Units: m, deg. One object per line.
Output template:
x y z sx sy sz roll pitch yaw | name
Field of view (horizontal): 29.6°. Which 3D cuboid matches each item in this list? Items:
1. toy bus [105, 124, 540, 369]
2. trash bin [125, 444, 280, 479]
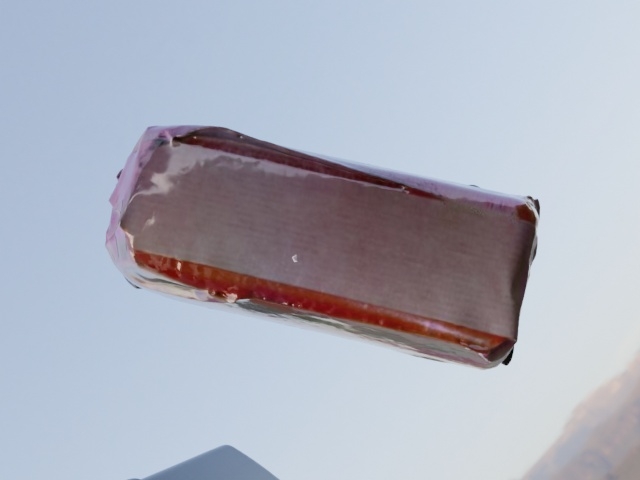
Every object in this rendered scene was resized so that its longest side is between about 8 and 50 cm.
0.000 0.000 0.842 0.147 0.303 0.127 73 -150 -85 | toy bus
-0.138 0.281 1.046 0.176 0.101 0.236 -64 -18 13 | trash bin
